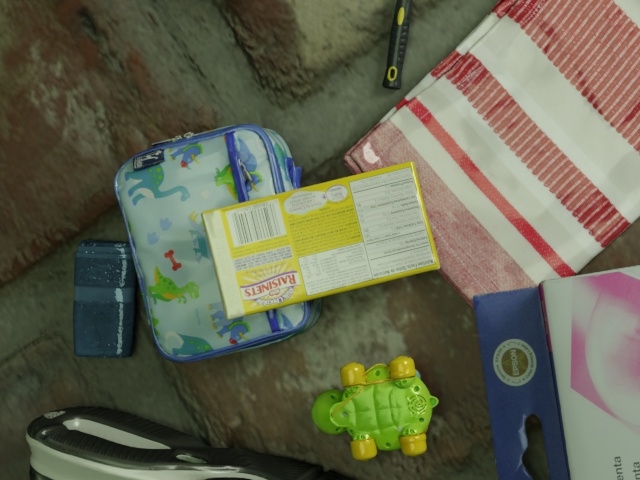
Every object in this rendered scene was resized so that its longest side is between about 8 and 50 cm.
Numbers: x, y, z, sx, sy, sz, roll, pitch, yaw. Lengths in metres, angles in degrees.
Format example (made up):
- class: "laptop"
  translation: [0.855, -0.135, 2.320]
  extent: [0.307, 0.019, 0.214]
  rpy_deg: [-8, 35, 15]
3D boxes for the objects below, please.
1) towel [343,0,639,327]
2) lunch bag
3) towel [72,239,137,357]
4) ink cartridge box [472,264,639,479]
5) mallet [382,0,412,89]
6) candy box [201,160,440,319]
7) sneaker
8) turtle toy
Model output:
- class: "towel"
  translation: [0.209, -0.102, 1.474]
  extent: [0.329, 0.037, 0.237]
  rpy_deg: [-44, 80, 13]
- class: "lunch bag"
  translation: [-0.095, 0.000, 1.543]
  extent: [0.176, 0.090, 0.219]
  rpy_deg: [-12, 89, 13]
- class: "towel"
  translation: [-0.219, 0.060, 1.611]
  extent: [0.067, 0.029, 0.119]
  rpy_deg: [3, 91, 17]
- class: "ink cartridge box"
  translation: [0.290, 0.183, 1.361]
  extent: [0.330, 0.071, 0.324]
  rpy_deg: [-11, 84, 27]
- class: "mallet"
  translation: [0.091, -0.239, 1.510]
  extent: [0.062, 0.039, 0.190]
  rpy_deg: [3, 97, 15]
- class: "candy box"
  translation: [0.000, 0.000, 1.475]
  extent: [0.205, 0.027, 0.105]
  rpy_deg: [-13, 90, -1]
- class: "sneaker"
  translation: [-0.100, 0.342, 1.534]
  extent: [0.447, 0.169, 0.258]
  rpy_deg: [16, 104, 24]
- class: "turtle toy"
  translation: [0.051, 0.160, 1.511]
  extent: [0.130, 0.066, 0.095]
  rpy_deg: [-8, 89, 18]
